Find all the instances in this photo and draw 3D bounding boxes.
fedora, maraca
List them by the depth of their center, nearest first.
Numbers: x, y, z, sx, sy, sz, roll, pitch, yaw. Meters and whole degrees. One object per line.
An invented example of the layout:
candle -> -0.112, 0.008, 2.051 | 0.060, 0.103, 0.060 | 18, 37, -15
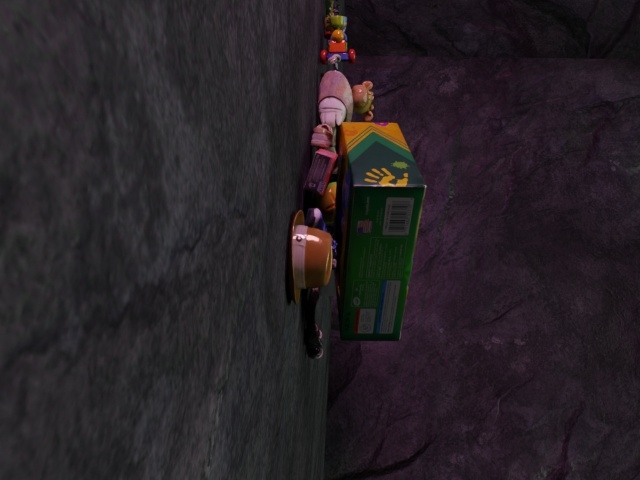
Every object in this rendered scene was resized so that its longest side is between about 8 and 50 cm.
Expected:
fedora -> -0.017, 0.034, 0.992 | 0.194, 0.079, 0.194 | 2, 90, -87
maraca -> 0.053, -0.111, 1.524 | 0.186, 0.099, 0.127 | 11, 103, -49

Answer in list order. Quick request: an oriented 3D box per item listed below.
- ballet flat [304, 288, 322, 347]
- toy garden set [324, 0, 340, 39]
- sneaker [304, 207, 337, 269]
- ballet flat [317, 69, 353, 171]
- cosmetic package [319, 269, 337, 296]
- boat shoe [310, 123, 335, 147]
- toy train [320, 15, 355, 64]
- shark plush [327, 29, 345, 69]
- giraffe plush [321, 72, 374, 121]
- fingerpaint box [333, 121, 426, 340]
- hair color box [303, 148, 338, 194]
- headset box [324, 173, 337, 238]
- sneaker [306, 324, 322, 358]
ballet flat -> -0.015, 0.202, 1.345 | 0.057, 0.049, 0.173 | 80, 13, -76
toy garden set -> 0.040, -0.793, 1.600 | 0.244, 0.049, 0.203 | 85, 8, -61
sneaker -> 0.000, 0.000, 1.208 | 0.211, 0.081, 0.080 | 88, 6, -51
ballet flat -> 0.039, -0.338, 1.488 | 0.106, 0.108, 0.315 | -72, 165, -48
cosmetic package -> 0.090, 0.108, 1.862 | 0.151, 0.184, 0.151 | -82, 173, -57
boat shoe -> 0.010, -0.284, 1.348 | 0.170, 0.063, 0.059 | -71, 169, -75
toy train -> 0.051, -0.602, 1.494 | 0.248, 0.105, 0.143 | -77, 165, -71
shark plush -> 0.057, -0.696, 1.778 | 0.073, 0.067, 0.161 | 72, 20, -80
giraffe plush -> 0.090, -0.457, 1.638 | 0.210, 0.171, 0.181 | -79, 171, -66
fingerpaint box -> 0.123, -0.030, 1.285 | 0.371, 0.163, 0.444 | -93, -175, -56
hair color box -> 0.004, -0.172, 1.230 | 0.167, 0.054, 0.093 | -68, 178, -76
headset box -> 0.051, -0.071, 1.713 | 0.218, 0.110, 0.292 | -73, 164, -74
sneaker -> -0.019, 0.280, 1.413 | 0.119, 0.047, 0.057 | -95, 177, -55
